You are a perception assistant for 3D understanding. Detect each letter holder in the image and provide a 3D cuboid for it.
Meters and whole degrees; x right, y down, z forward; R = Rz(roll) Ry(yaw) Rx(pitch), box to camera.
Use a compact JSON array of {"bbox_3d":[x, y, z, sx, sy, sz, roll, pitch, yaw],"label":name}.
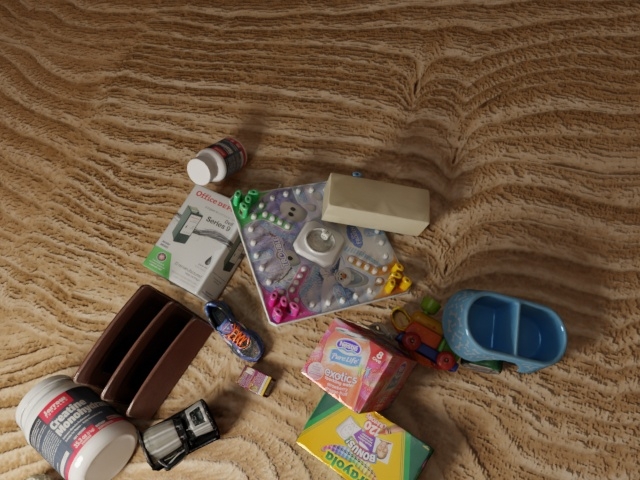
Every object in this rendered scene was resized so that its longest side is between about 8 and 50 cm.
[{"bbox_3d":[-0.462,0.293,1.416,0.152,0.214,0.301,29,77,24],"label":"letter holder"}]

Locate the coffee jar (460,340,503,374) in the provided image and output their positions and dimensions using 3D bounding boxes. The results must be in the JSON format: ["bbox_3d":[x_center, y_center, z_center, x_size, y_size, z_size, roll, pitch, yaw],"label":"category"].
[{"bbox_3d":[0.399,0.221,1.288,0.096,0.079,0.184,10,70,18],"label":"coffee jar"}]

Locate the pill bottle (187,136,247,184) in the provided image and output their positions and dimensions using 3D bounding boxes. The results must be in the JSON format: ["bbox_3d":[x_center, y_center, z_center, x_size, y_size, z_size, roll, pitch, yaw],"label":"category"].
[{"bbox_3d":[-0.311,-0.235,1.612,0.108,0.107,0.180,16,33,21],"label":"pill bottle"}]

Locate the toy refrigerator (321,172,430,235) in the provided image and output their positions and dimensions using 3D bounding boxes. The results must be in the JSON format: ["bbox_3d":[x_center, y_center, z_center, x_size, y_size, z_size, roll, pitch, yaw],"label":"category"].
[{"bbox_3d":[0.145,-0.092,1.419,0.270,0.094,0.102,9,63,-9],"label":"toy refrigerator"}]

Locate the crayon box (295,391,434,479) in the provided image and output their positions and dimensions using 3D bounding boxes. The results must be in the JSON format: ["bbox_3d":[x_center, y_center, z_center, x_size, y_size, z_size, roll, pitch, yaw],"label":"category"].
[{"bbox_3d":[0.103,0.481,1.257,0.279,0.081,0.165,28,77,24],"label":"crayon box"}]

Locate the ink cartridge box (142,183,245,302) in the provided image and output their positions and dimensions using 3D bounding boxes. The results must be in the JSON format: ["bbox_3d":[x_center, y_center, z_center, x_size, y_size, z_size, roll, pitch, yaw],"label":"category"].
[{"bbox_3d":[-0.336,0.007,1.555,0.211,0.121,0.289,24,75,22],"label":"ink cartridge box"}]

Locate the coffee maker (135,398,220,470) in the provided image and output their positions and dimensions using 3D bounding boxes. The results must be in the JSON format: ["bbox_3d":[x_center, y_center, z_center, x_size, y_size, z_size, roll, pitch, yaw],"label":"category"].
[{"bbox_3d":[-0.354,0.486,1.354,0.178,0.171,0.120,-23,84,-18],"label":"coffee maker"}]

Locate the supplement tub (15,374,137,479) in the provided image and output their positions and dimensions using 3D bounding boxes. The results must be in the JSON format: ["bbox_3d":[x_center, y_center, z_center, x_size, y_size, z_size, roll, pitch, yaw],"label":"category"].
[{"bbox_3d":[-0.631,0.491,1.392,0.272,0.191,0.191,28,77,23],"label":"supplement tub"}]

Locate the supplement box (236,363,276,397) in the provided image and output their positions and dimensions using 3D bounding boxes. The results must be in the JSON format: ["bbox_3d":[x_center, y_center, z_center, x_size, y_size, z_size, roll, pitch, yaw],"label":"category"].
[{"bbox_3d":[-0.168,0.367,1.400,0.083,0.043,0.054,22,75,21],"label":"supplement box"}]

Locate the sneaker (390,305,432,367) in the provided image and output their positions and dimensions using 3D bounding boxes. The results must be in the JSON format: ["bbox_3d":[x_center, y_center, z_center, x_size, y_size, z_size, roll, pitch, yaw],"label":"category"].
[{"bbox_3d":[0.227,0.242,1.334,0.064,0.067,0.175,-37,65,-4],"label":"sneaker"}]

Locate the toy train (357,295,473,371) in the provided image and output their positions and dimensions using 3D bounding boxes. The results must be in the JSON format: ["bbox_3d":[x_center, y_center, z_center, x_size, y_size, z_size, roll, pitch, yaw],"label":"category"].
[{"bbox_3d":[0.229,0.192,1.264,0.248,0.105,0.143,29,79,8],"label":"toy train"}]

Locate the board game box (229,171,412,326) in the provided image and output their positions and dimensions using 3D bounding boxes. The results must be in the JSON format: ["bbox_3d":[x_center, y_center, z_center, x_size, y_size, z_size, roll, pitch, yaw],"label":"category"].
[{"bbox_3d":[0.000,0.000,1.408,0.391,0.050,0.389,-11,62,-21],"label":"board game box"}]

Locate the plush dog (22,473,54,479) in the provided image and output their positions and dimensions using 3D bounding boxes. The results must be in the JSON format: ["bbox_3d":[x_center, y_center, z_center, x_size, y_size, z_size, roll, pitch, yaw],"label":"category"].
[{"bbox_3d":[-0.654,0.701,1.329,0.226,0.210,0.262,-5,65,-16],"label":"plush dog"}]

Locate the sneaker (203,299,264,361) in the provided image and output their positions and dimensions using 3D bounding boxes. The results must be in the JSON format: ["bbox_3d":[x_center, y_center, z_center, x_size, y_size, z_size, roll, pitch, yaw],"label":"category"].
[{"bbox_3d":[-0.241,0.244,1.442,0.221,0.087,0.083,40,85,16],"label":"sneaker"}]

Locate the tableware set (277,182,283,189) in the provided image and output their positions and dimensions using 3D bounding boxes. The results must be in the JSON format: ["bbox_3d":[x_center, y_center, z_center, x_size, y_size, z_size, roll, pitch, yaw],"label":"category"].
[{"bbox_3d":[-0.092,-0.061,1.564,0.128,0.039,0.194,21,80,6],"label":"tableware set"}]

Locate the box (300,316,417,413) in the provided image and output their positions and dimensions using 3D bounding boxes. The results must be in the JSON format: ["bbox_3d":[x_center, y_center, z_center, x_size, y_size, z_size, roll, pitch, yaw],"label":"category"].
[{"bbox_3d":[0.099,0.285,1.211,0.154,0.300,0.142,32,88,25],"label":"box"}]

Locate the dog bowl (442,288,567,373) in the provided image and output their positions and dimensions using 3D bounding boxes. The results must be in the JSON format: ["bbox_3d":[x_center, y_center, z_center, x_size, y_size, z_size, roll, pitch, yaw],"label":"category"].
[{"bbox_3d":[0.423,0.202,1.211,0.298,0.074,0.165,15,72,-13],"label":"dog bowl"}]

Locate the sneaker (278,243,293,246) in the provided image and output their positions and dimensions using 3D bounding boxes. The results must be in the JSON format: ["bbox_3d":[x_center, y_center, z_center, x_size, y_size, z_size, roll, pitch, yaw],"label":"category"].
[{"bbox_3d":[-0.104,-0.006,1.469,0.108,0.121,0.301,-10,77,1],"label":"sneaker"}]
